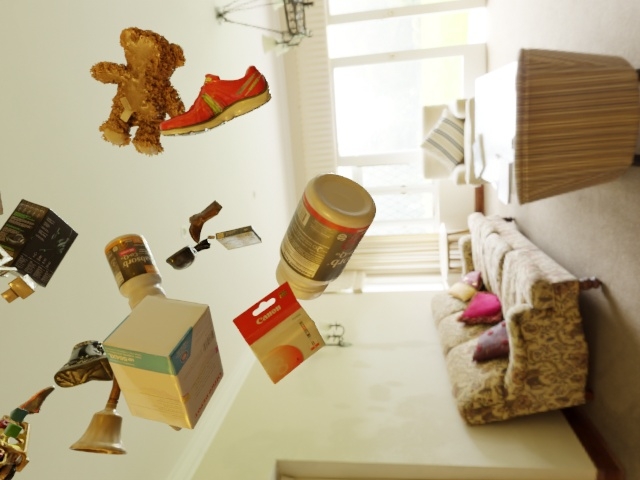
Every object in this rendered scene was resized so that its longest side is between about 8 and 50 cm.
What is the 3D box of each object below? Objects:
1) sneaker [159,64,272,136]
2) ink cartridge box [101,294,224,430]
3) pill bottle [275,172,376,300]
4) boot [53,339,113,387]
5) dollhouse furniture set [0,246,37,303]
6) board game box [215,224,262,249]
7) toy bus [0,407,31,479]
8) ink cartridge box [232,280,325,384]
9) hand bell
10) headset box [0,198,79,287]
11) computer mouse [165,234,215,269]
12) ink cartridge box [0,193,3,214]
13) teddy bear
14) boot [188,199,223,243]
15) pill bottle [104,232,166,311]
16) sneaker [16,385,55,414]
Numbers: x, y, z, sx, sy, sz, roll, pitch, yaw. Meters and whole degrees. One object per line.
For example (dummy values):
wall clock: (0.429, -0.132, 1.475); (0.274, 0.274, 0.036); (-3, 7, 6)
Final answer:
sneaker: (-0.257, -0.329, 1.061); (0.118, 0.279, 0.107); (66, 171, -16)
ink cartridge box: (-0.185, 0.156, 0.554); (0.092, 0.090, 0.143); (-62, -25, -55)
pill bottle: (0.000, 0.000, 1.323); (0.210, 0.210, 0.362); (-83, 15, -48)
boot: (-0.707, 0.377, 1.445); (0.178, 0.237, 0.085); (-128, 29, -68)
dollhouse furniture set: (-0.874, 0.129, 1.154); (0.160, 0.182, 0.101); (55, 175, -17)
board game box: (-0.198, -0.006, 1.095); (0.090, 0.090, 0.020); (69, -171, -70)
toy bus: (-0.777, 0.533, 1.102); (0.104, 0.191, 0.202); (42, -137, -33)
ink cartridge box: (-0.083, 0.198, 0.958); (0.045, 0.145, 0.179); (30, 150, 53)
hand bell: (-0.505, 0.383, 1.093); (0.126, 0.126, 0.241); (73, -162, -58)
headset box: (-1.129, 0.007, 1.775); (0.246, 0.131, 0.282); (93, -163, -67)
computer mouse: (-0.429, 0.044, 1.530); (0.060, 0.184, 0.262); (56, 164, -5)
ink cartridge box: (-1.176, -0.168, 1.512); (0.093, 0.213, 0.154); (-24, -60, -56)
teddy bear: (-0.474, -0.387, 1.193); (0.113, 0.245, 0.337); (-84, 0, -62)
boot: (-0.338, -0.058, 1.335); (0.037, 0.114, 0.106); (37, -151, -57)
pill bottle: (-0.702, 0.124, 1.711); (0.278, 0.162, 0.162); (58, 178, 20)
sneaker: (-1.078, 0.624, 1.708); (0.158, 0.065, 0.061); (-40, -6, -30)
